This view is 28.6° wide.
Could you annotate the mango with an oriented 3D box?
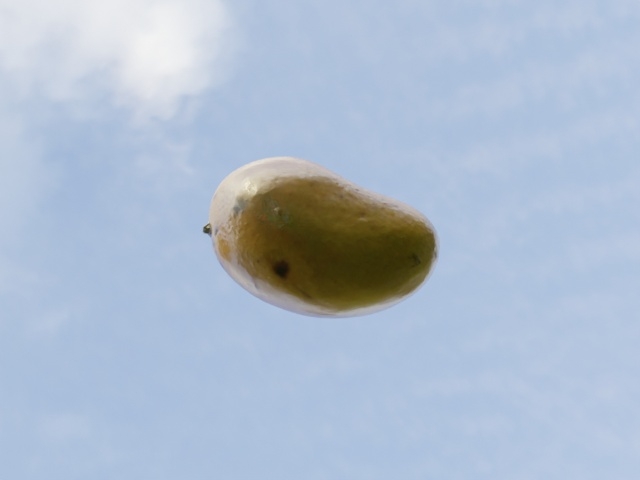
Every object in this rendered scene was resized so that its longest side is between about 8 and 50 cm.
[{"bbox_3d":[-0.003,0.002,0.951,0.178,0.090,0.115,24,-112,9],"label":"mango"}]
